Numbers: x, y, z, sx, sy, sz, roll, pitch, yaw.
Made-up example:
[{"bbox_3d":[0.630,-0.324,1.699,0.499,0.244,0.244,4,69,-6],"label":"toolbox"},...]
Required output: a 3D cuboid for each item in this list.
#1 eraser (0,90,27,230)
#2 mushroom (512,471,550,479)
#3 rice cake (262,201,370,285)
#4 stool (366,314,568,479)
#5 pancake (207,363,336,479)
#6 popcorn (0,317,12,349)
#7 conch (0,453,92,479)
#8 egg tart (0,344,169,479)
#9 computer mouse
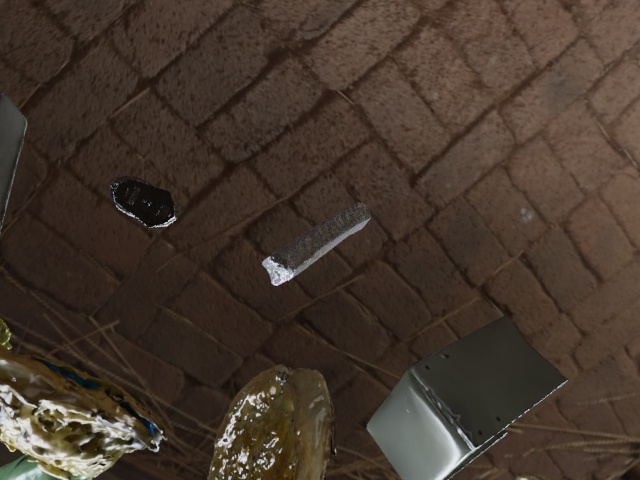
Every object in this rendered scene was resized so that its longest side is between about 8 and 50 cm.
[{"bbox_3d":[-0.772,-0.170,1.470,0.077,0.111,0.352,15,81,-36],"label":"eraser"},{"bbox_3d":[0.449,0.708,1.521,0.122,0.159,0.328,36,83,11],"label":"mushroom"},{"bbox_3d":[0.001,0.000,1.358,0.070,0.399,0.064,-39,87,37],"label":"rice cake"},{"bbox_3d":[0.261,0.307,1.147,0.270,0.170,0.243,-20,149,-34],"label":"stool"},{"bbox_3d":[-0.088,0.353,0.902,0.071,0.382,0.382,22,107,-23],"label":"pancake"},{"bbox_3d":[-0.735,0.214,1.351,0.106,0.120,0.116,-10,121,25],"label":"popcorn"},{"bbox_3d":[-0.649,0.539,1.455,0.251,0.143,0.137,-16,145,22],"label":"conch"},{"bbox_3d":[-0.334,0.231,0.780,0.291,0.291,0.107,38,57,-26],"label":"egg tart"},{"bbox_3d":[-0.419,-0.093,1.479,0.172,0.057,0.099,29,85,-6],"label":"computer mouse"}]
